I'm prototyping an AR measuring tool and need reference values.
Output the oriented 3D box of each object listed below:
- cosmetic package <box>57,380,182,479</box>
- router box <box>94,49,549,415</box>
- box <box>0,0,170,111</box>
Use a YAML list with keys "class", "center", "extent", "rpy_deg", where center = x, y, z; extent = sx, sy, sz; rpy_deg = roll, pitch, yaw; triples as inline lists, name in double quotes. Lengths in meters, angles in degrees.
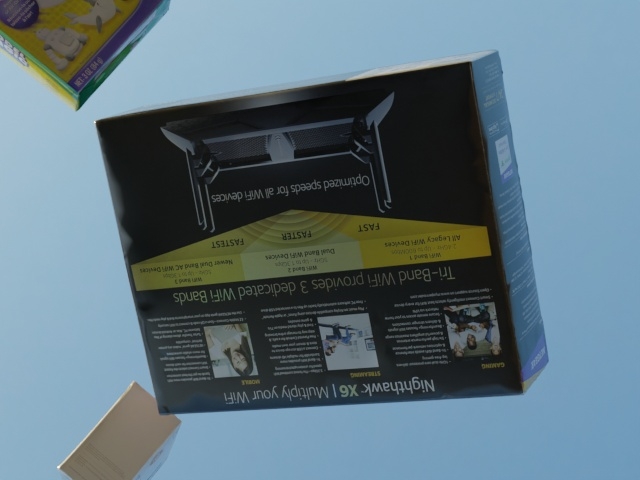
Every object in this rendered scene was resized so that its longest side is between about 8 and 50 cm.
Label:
- class: "cosmetic package"
  center: [-0.182, 0.199, 1.282]
  extent: [0.060, 0.239, 0.099]
  rpy_deg: [38, -106, 2]
- class: "router box"
  center: [0.000, 0.000, 1.069]
  extent: [0.309, 0.243, 0.081]
  rpy_deg: [-6, -169, 24]
- class: "box"
  center: [-0.199, -0.183, 0.943]
  extent: [0.179, 0.043, 0.105]
  rpy_deg: [37, -109, 1]
